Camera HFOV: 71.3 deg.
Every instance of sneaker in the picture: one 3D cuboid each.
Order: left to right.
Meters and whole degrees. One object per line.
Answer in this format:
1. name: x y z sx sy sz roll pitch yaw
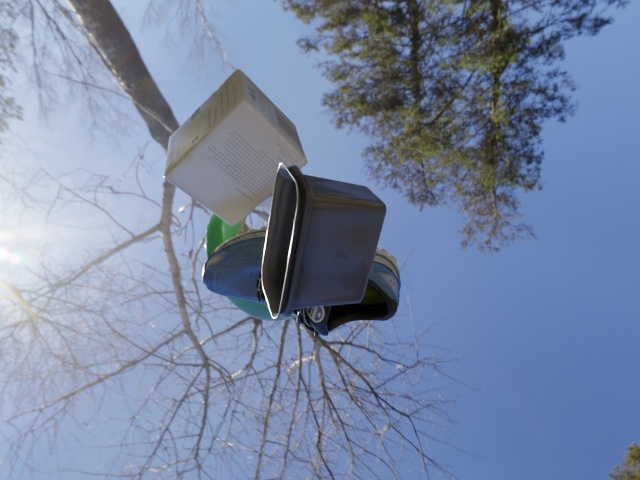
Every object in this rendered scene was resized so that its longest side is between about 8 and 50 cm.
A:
1. sneaker: -0.026 0.068 0.717 0.330 0.130 0.147 4 -152 -3

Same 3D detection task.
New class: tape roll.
1. tape roll: -0.096 0.016 1.002 0.077 0.321 0.321 -24 -135 45

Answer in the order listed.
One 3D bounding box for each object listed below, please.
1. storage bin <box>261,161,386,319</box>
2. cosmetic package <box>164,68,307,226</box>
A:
1. storage bin: 0.000 0.000 0.428 0.091 0.135 0.098 3 -155 -20
2. cosmetic package: -0.146 -0.157 0.767 0.184 0.151 0.151 -38 -144 16
